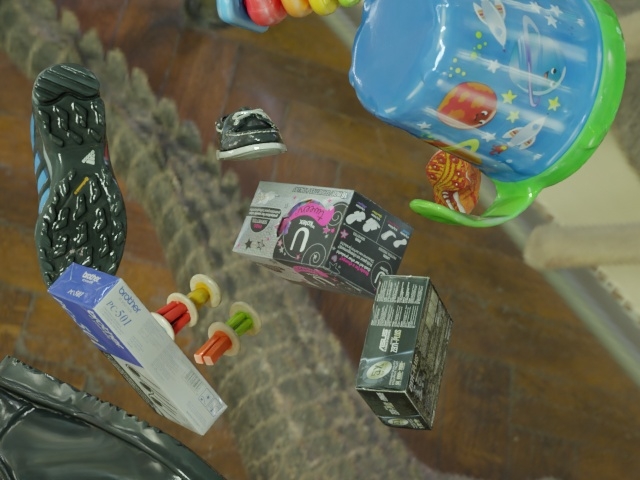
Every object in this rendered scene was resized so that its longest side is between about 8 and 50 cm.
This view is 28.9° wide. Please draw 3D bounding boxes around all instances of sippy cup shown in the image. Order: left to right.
[{"bbox_3d":[0.162,-0.187,1.315,0.224,0.240,0.305,12,52,-33],"label":"sippy cup"}]

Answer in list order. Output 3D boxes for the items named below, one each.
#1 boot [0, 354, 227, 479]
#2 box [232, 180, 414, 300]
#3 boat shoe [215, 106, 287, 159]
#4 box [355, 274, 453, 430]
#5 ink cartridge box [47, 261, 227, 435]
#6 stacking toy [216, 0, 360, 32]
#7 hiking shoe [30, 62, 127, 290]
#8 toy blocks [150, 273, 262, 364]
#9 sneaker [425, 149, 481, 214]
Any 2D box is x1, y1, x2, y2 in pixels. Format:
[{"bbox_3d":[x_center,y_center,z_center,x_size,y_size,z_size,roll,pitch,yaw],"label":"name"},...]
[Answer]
[{"bbox_3d":[-0.192,0.205,0.838,0.246,0.094,0.207,17,67,36],"label":"boot"},{"bbox_3d":[0.000,0.000,2.072,0.163,0.247,0.142,29,76,-39],"label":"box"},{"bbox_3d":[-0.131,-0.186,2.146,0.114,0.302,0.091,-3,93,-18],"label":"boat shoe"},{"bbox_3d":[0.123,0.162,1.784,0.078,0.147,0.180,3,63,23],"label":"box"},{"bbox_3d":[-0.190,0.115,1.305,0.097,0.207,0.046,14,56,48],"label":"ink cartridge box"},{"bbox_3d":[0.032,-0.336,1.487,0.302,0.165,0.175,3,4,15],"label":"stacking toy"},{"bbox_3d":[-0.305,-0.070,1.560,0.113,0.132,0.304,-1,96,-14],"label":"hiking shoe"},{"bbox_3d":[-0.166,0.121,1.622,0.123,0.054,0.148,34,46,16],"label":"toy blocks"},{"bbox_3d":[0.180,-0.088,1.637,0.064,0.175,0.067,32,74,17],"label":"sneaker"}]
